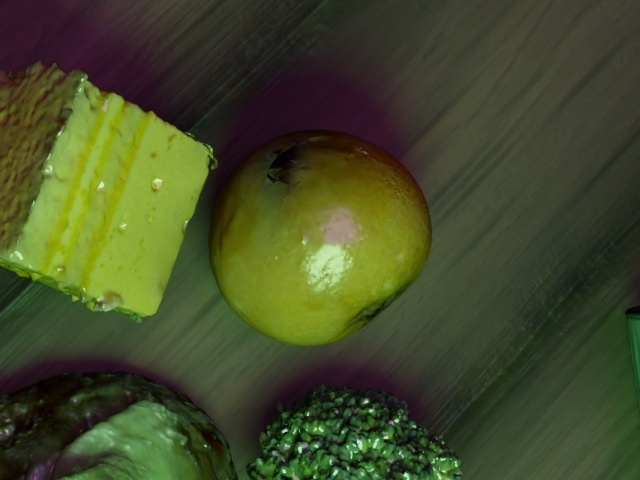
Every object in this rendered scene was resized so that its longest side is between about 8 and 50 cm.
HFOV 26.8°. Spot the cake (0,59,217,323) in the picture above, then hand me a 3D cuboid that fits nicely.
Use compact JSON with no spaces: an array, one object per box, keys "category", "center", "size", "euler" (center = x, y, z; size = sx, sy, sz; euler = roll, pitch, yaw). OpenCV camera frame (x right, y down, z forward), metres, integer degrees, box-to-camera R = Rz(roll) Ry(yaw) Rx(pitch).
[{"category":"cake","center":[-0.262,-0.047,1.498],"size":[0.286,0.222,0.227],"euler":[30,79,-46]}]

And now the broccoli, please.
[{"category":"broccoli","center":[0.039,0.302,1.550],"size":[0.248,0.288,0.245],"euler":[7,119,10]}]

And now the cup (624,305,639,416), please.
[{"category":"cup","center":[0.592,0.247,1.694],"size":[0.401,0.310,0.392],"euler":[-3,91,-14]}]

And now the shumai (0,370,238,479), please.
[{"category":"shumai","center":[-0.250,0.332,1.423],"size":[0.395,0.348,0.395],"euler":[1,86,-11]}]

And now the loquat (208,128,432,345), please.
[{"category":"loquat","center":[0.000,0.000,1.568],"size":[0.263,0.263,0.263],"euler":[2,84,-16]}]
